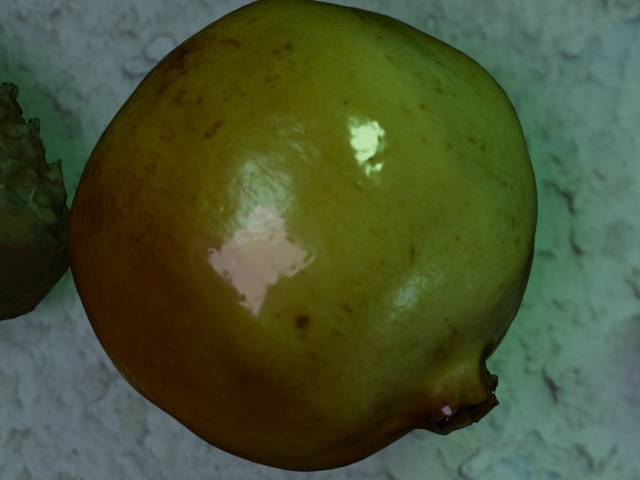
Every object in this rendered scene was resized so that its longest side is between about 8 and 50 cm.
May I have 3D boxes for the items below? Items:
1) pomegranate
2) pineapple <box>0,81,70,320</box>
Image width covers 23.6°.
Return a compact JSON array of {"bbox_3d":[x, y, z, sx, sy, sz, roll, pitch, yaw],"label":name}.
[{"bbox_3d":[0.000,0.000,0.846,0.264,0.264,0.264,3,96,28],"label":"pomegranate"},{"bbox_3d":[-0.307,-0.103,1.047,0.202,0.202,0.362,-37,67,26],"label":"pineapple"}]
